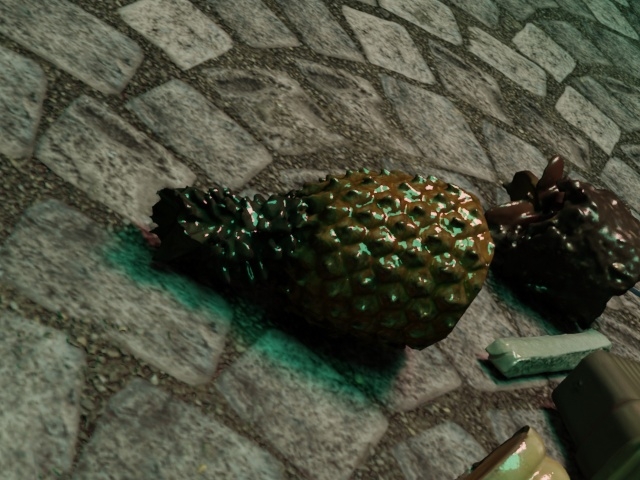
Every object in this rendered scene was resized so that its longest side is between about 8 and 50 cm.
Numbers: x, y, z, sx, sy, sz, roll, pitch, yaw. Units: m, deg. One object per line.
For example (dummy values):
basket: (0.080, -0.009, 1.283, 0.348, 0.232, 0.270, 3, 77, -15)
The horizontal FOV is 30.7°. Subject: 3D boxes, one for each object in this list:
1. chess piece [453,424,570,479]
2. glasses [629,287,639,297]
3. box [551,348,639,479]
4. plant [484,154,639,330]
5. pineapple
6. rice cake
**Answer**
chess piece: (0.238, 0.317, 1.125, 0.261, 0.143, 0.143, 47, 31, 8)
glasses: (0.547, 0.037, 1.868, 0.220, 0.088, 0.189, 34, 30, -5)
box: (0.404, 0.242, 1.408, 0.274, 0.138, 0.178, 18, 29, -34)
plant: (0.342, -0.006, 1.621, 0.234, 0.178, 0.204, 47, 32, 5)
pineapple: (0.000, 0.000, 1.257, 0.362, 0.202, 0.202, 14, 36, -18)
rice cake: (0.297, 0.144, 1.501, 0.245, 0.042, 0.045, 2, 34, -47)
